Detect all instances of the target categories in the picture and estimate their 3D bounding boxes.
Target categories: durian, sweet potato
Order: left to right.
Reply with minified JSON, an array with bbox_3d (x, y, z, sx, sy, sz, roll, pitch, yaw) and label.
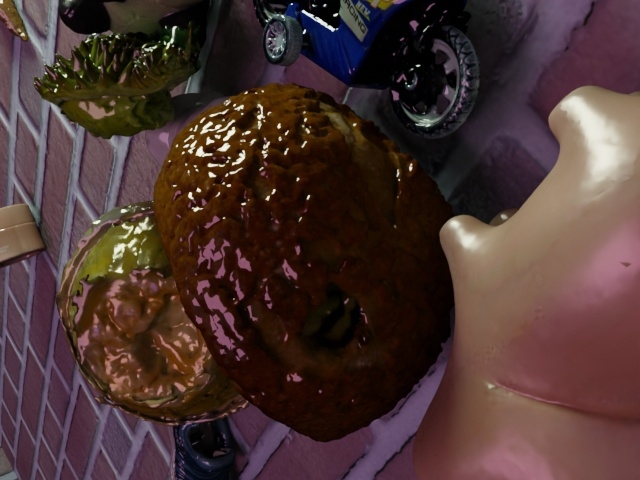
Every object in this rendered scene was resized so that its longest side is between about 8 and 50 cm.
[{"bbox_3d":[-0.584,-0.429,1.286,0.226,0.068,0.068,55,141,17],"label":"sweet potato"},{"bbox_3d":[-0.225,-0.169,0.785,0.375,0.107,0.132,8,156,49],"label":"durian"}]

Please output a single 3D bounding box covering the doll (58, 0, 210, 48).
[{"bbox_3d":[-0.186,-0.279,0.798,0.234,0.143,0.135,-2,65,61],"label":"doll"}]

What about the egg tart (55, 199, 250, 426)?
[{"bbox_3d":[-0.195,0.100,0.899,0.314,0.120,0.315,2,102,8],"label":"egg tart"}]

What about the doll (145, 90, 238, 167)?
[{"bbox_3d":[-0.131,-0.116,0.842,0.180,0.107,0.110,27,148,49],"label":"doll"}]

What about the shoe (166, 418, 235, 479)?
[{"bbox_3d":[-0.179,0.329,1.125,0.106,0.091,0.207,14,114,54],"label":"shoe"}]

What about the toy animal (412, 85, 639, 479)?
[{"bbox_3d":[0.189,0.073,0.465,0.269,0.237,0.326,62,142,30],"label":"toy animal"}]

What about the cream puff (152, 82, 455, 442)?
[{"bbox_3d":[0.000,0.000,0.609,0.212,0.303,0.303,-32,78,8],"label":"cream puff"}]

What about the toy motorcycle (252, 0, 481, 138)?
[{"bbox_3d":[0.033,-0.212,0.593,0.315,0.113,0.169,45,127,40],"label":"toy motorcycle"}]

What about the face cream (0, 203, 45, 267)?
[{"bbox_3d":[-0.662,-0.003,1.518,0.149,0.149,0.104,-19,93,53],"label":"face cream"}]
